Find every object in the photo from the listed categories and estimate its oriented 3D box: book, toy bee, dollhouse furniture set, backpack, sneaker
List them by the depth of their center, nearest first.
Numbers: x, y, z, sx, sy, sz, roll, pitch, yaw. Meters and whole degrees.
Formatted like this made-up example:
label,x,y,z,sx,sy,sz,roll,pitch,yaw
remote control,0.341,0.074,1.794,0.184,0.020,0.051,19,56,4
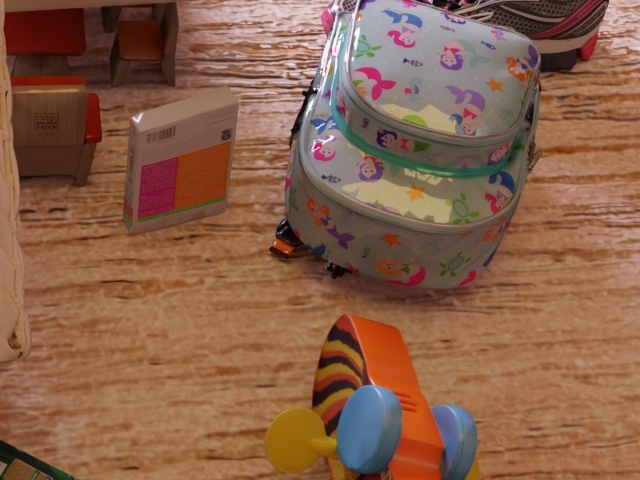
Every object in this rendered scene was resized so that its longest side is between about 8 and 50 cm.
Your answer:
label,x,y,z,sx,sy,sz,roll,pitch,yaw
toy bee,0.042,0.194,1.390,0.195,0.162,0.298,26,19,-9
book,-0.126,-0.068,1.553,0.096,0.144,0.035,-19,59,-24
backpack,0.085,-0.088,1.585,0.225,0.191,0.253,18,54,0
dollhouse furniture set,-0.260,-0.188,1.626,0.262,0.135,0.259,-2,53,-12
sneaker,0.145,-0.238,1.756,0.299,0.112,0.121,-8,55,-16

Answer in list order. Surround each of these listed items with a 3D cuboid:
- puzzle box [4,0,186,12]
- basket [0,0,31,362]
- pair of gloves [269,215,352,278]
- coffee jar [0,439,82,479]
label,x,y,z,sx,sy,sz,roll,pitch,yaw
puzzle box,-0.257,-0.328,1.690,0.272,0.052,0.409,-6,32,-19
basket,-0.380,-0.052,1.317,0.266,0.328,0.331,-5,95,-18
pair of gloves,0.000,0.000,1.608,0.083,0.010,0.074,21,47,7
coffee jar,-0.203,0.222,1.346,0.184,0.096,0.079,24,55,7
